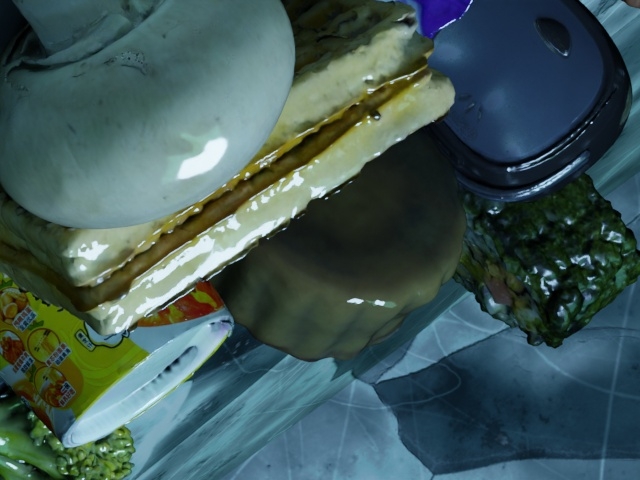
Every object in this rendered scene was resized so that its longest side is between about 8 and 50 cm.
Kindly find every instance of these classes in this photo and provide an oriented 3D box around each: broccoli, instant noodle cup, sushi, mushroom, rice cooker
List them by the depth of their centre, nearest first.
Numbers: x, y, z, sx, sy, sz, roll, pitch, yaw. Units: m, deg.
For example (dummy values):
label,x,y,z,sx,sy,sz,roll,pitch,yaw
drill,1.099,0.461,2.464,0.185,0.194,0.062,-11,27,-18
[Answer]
label,x,y,z,sx,sy,sz,roll,pitch,yaw
mushroom,-0.148,-0.127,1.347,0.246,0.202,0.246,-27,-153,15
instant noodle cup,-0.224,0.064,1.770,0.264,0.200,0.264,-36,168,-9
rice cooker,0.227,-0.174,2.127,0.267,0.267,0.224,-40,171,4
broccoli,-0.333,0.265,2.209,0.273,0.180,0.242,-23,161,-51
sushi,0.256,-0.022,2.496,0.178,0.352,0.294,-39,168,-15

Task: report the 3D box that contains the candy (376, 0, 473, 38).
label,x,y,z,sx,sy,sz,roll,pitch,yaw
candy,0.034,-0.195,1.743,0.070,0.145,0.275,-55,-178,-42

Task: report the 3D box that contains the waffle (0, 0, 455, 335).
label,x,y,z,sx,sy,sz,roll,pitch,yaw
waffle,-0.097,-0.076,1.551,0.376,0.114,0.261,-35,-151,-20

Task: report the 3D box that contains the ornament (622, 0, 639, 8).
label,x,y,z,sx,sy,sz,roll,pitch,yaw
ornament,0.339,-0.359,1.893,0.235,0.221,0.217,-14,168,11

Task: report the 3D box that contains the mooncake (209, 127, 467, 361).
label,x,y,z,sx,sy,sz,roll,pitch,yaw
mooncake,0.004,-0.019,1.948,0.290,0.290,0.161,-29,165,-37
